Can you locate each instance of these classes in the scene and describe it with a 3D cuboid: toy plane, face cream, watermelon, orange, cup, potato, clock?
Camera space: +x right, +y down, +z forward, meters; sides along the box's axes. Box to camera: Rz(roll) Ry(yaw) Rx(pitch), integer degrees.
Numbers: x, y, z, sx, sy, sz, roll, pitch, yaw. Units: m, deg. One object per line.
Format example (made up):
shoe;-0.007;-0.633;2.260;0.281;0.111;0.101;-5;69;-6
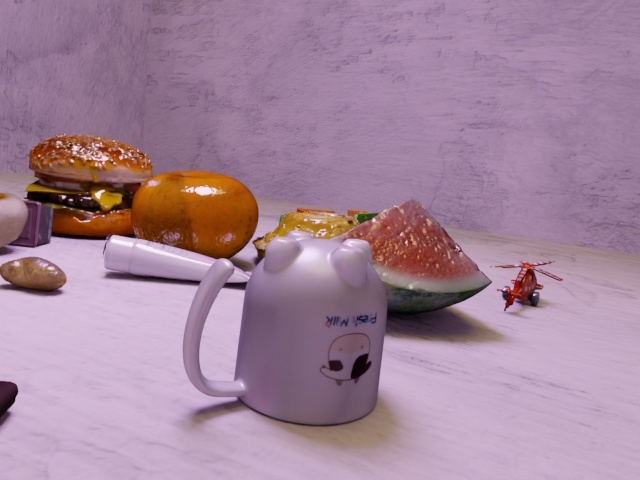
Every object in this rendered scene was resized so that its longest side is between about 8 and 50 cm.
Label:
toy plane;0.381;0.090;0.897;0.126;0.077;0.194;5;15;13
face cream;-0.225;0.041;0.790;0.243;0.058;0.092;11;2;-14
watermelon;0.115;0.034;0.743;0.260;0.176;0.255;-24;15;-30
orange;-0.238;-0.042;0.926;0.239;0.172;0.240;3;15;-1
cup;-0.026;0.067;0.438;0.173;0.142;0.134;6;9;-6
potato;-0.384;0.043;0.650;0.092;0.045;0.047;6;44;9
clock;0.032;-0.043;1.404;0.255;0.106;0.219;10;9;27

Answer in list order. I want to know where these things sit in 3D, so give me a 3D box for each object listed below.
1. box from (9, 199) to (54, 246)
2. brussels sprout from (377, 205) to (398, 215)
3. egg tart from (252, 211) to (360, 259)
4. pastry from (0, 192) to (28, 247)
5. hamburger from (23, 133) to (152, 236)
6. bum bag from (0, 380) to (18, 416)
box;-0.552;-0.032;0.920;0.060;0.085;0.063;5;0;-2
brussels sprout;0.204;-0.007;1.269;0.149;0.122;0.152;-1;45;-16
egg tart;0.000;0.000;1.041;0.294;0.116;0.295;7;10;-1
pastry;-0.584;-0.037;0.816;0.156;0.092;0.156;9;22;-4
hamburger;-0.537;-0.131;1.127;0.290;0.226;0.291;7;11;-1
bum bag;-0.289;0.114;0.292;0.159;0.026;0.109;5;9;-13
